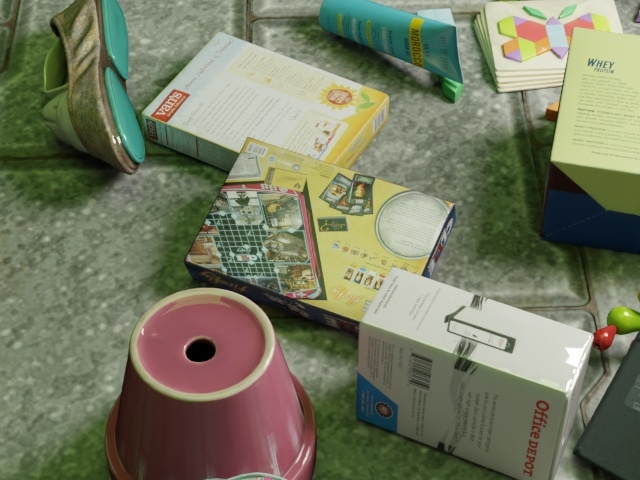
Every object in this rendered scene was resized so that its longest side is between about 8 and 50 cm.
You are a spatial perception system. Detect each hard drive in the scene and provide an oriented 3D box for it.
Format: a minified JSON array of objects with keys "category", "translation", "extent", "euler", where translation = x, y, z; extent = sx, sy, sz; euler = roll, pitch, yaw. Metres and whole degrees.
[{"category":"hard drive","translation":[0.311,0.166,1.362],"extent":[0.094,0.022,0.135],"euler":[29,89,24]}]

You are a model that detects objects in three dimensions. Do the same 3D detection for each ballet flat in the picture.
[{"category":"ballet flat","translation":[-0.273,-0.173,1.698],"extent":[0.106,0.107,0.316],"euler":[-22,42,8]}]

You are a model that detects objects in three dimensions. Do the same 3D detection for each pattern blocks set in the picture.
[{"category":"pattern blocks set","translation":[0.292,-0.247,1.795],"extent":[0.324,0.026,0.285],"euler":[-13,48,-11]}]

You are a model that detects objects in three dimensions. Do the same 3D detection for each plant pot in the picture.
[{"category":"plant pot","translation":[-0.102,0.149,1.325],"extent":[0.201,0.180,0.201],"euler":[0,47,0]}]

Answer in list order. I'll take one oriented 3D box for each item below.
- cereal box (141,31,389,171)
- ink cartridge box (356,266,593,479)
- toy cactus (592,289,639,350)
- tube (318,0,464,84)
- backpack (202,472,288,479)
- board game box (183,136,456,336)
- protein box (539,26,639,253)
[{"category":"cereal box","translation":[-0.063,-0.145,1.689],"extent":[0.240,0.047,0.173],"euler":[23,52,21]},{"category":"ink cartridge box","translation":[0.142,0.130,1.362],"extent":[0.203,0.148,0.086],"euler":[19,48,16]},{"category":"toy cactus","translation":[0.395,0.094,1.437],"extent":[0.219,0.112,0.180],"euler":[14,38,25]},{"category":"tube","translation":[0.090,-0.253,1.760],"extent":[0.207,0.080,0.052],"euler":[25,57,36]},{"category":"backpack","translation":[-0.083,0.309,1.180],"extent":[0.253,0.191,0.225],"euler":[-16,52,-23]},{"category":"board game box","translation":[0.000,0.000,1.527],"extent":[0.243,0.042,0.165],"euler":[19,67,17]},{"category":"protein box","translation":[0.354,-0.104,1.575],"extent":[0.199,0.136,0.201],"euler":[9,54,9]}]
